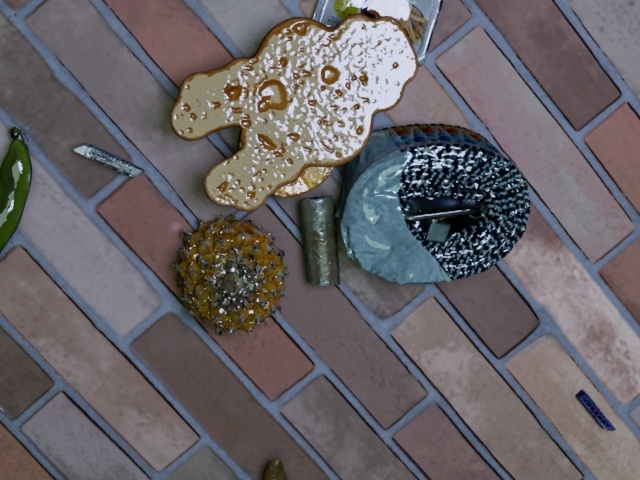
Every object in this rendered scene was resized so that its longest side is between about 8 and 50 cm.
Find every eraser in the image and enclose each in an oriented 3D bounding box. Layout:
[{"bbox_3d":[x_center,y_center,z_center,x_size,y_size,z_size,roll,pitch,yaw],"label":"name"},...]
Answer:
[{"bbox_3d":[-0.293,-0.111,1.216,0.099,0.027,0.019,25,98,-10],"label":"eraser"}]

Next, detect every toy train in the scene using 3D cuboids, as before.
[{"bbox_3d":[0.423,0.265,1.347,0.017,0.017,0.083,-40,100,4],"label":"toy train"}]

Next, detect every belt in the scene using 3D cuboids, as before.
[{"bbox_3d":[0.147,-0.050,1.207,0.258,0.150,0.207,-7,110,-3],"label":"belt"}]

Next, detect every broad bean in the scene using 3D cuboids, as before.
[{"bbox_3d":[-0.447,-0.029,1.206,0.065,0.046,0.254,26,95,-2],"label":"broad bean"}]

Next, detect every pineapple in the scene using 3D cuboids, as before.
[{"bbox_3d":[-0.122,0.056,1.202,0.161,0.137,0.176,-13,99,-3],"label":"pineapple"}]

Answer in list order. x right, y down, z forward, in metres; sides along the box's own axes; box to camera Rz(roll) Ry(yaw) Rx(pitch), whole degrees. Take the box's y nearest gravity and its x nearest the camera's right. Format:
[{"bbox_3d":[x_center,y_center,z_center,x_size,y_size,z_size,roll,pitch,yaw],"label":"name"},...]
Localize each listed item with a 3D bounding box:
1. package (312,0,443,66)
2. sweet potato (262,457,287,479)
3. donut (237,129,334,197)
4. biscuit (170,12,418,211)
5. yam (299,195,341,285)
[{"bbox_3d":[0.088,-0.346,1.211,0.171,0.027,0.173,15,101,-8],"label":"package"},{"bbox_3d":[-0.051,0.452,1.313,0.067,0.067,0.273,-9,100,-4],"label":"sweet potato"},{"bbox_3d":[-0.043,-0.136,1.219,0.152,0.058,0.152,-1,100,-4],"label":"donut"},{"bbox_3d":[-0.029,-0.182,1.158,0.334,0.047,0.202,-29,99,3],"label":"biscuit"},{"bbox_3d":[0.000,0.000,1.248,0.054,0.054,0.132,-6,102,-4],"label":"yam"}]
